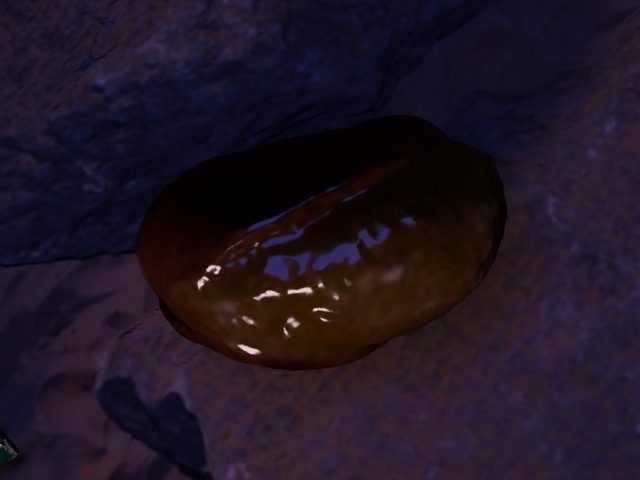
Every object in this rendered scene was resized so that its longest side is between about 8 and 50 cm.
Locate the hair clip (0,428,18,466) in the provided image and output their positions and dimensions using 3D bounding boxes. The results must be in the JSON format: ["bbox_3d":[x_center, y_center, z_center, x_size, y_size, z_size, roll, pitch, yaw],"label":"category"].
[{"bbox_3d":[-0.270,0.174,1.231,0.173,0.049,0.049,-36,54,2],"label":"hair clip"}]

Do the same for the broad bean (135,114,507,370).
[{"bbox_3d":[0.001,0.001,1.153,0.229,0.122,0.156,-10,34,13],"label":"broad bean"}]
